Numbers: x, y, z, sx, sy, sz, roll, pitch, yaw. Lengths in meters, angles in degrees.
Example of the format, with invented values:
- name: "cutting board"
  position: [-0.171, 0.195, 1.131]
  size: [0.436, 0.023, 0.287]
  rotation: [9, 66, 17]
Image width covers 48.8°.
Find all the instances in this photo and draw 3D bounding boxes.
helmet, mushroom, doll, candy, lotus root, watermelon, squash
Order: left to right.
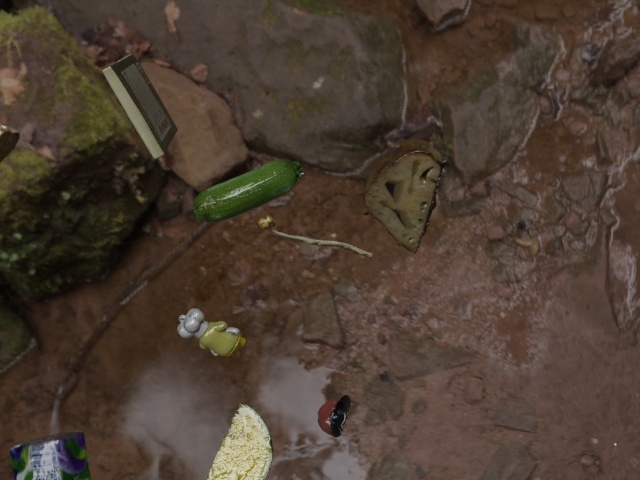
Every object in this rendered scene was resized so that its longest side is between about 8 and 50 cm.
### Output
- name: "candy"
  position: [-0.309, 0.392, 0.859]
  size: [0.088, 0.061, 0.312]
  rotation: [-13, 85, 26]
- name: "doll"
  position: [-0.254, 0.213, 1.626]
  size: [0.106, 0.162, 0.062]
  rotation: [-46, 24, 31]
- name: "watermelon"
  position: [-0.132, 0.372, 1.172]
  size: [0.092, 0.075, 0.181]
  rotation: [22, 69, -1]
- name: "squash"
  position: [-0.128, -0.090, 1.282]
  size: [0.219, 0.077, 0.068]
  rotation: [-26, 105, -17]
- name: "mushroom"
  position: [-0.004, 0.001, 1.272]
  size: [0.028, 0.286, 0.026]
  rotation: [-7, 71, 43]
- name: "helmet"
  position: [0.022, 0.338, 1.377]
  size: [0.049, 0.065, 0.084]
  rotation: [6, 61, 32]
- name: "lotus root"
  position: [0.178, -0.100, 1.549]
  size: [0.170, 0.261, 0.074]
  rotation: [13, 36, -9]

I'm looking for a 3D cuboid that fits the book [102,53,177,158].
- name: "book"
  position: [-0.380, -0.294, 1.513]
  size: [0.027, 0.264, 0.202]
  rotation: [-26, 111, 4]

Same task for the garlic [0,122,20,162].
- name: "garlic"
  position: [-0.580, -0.133, 1.117]
  size: [0.101, 0.087, 0.195]
  rotation: [42, 82, 8]
